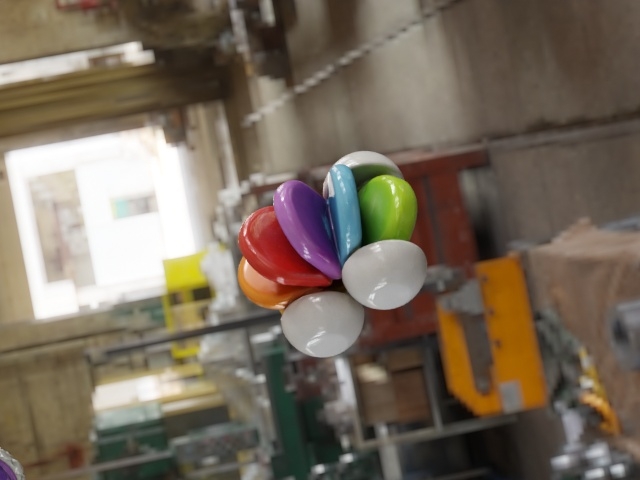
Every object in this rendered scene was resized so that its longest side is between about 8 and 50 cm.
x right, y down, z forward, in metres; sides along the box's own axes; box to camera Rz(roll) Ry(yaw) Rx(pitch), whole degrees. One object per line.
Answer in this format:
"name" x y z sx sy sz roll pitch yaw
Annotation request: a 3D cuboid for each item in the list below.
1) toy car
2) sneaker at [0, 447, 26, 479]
"toy car" 0.000 0.000 1.446 0.136 0.182 0.159 27 -143 -36
"sneaker" -0.279 0.224 1.326 0.071 0.068 0.170 -65 -23 -43
